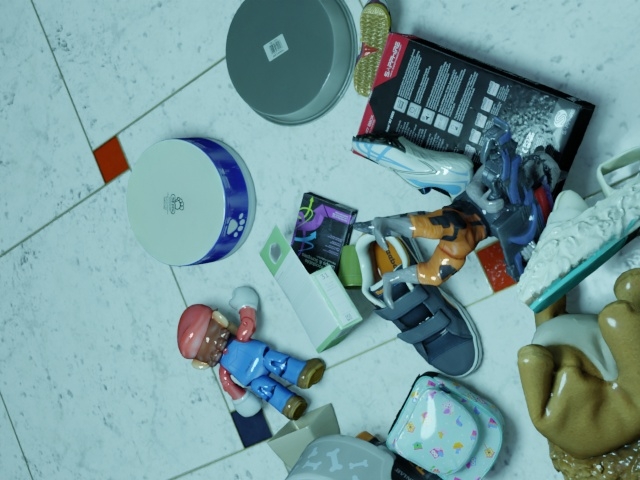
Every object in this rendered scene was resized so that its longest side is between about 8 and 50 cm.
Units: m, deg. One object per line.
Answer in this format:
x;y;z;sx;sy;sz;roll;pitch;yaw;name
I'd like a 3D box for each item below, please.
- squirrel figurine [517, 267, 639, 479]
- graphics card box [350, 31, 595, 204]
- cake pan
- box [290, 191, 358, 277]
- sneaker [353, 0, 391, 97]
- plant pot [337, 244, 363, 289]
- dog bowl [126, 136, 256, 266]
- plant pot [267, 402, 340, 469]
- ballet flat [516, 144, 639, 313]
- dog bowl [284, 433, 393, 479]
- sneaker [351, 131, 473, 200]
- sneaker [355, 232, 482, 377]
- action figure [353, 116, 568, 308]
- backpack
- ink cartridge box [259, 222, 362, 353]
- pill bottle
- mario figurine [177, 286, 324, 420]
0.526;0.236;1.481;0.370;0.281;0.397;-9;105;21;squirrel figurine
0.254;-0.191;1.658;0.371;0.094;0.233;27;110;27;graphics card box
-0.068;-0.367;1.859;0.293;0.054;0.293;4;97;31;cake pan
0.000;0.000;1.871;0.116;0.029;0.162;22;107;28;box
0.101;-0.353;1.757;0.069;0.084;0.185;11;127;5;sneaker
0.067;0.050;1.814;0.083;0.083;0.079;-5;80;32;plant pot
-0.269;-0.080;1.982;0.265;0.104;0.265;4;98;31;dog bowl
-0.019;0.398;1.889;0.109;0.109;0.096;-28;93;30;plant pot
0.442;-0.045;1.466;0.409;0.147;0.147;-33;75;-8;ballet flat
0.065;0.522;1.719;0.348;0.102;0.349;23;129;32;dog bowl
0.149;-0.128;1.632;0.237;0.085;0.086;23;118;31;sneaker
0.163;0.114;1.731;0.126;0.127;0.321;-39;77;27;sneaker
0.225;-0.064;1.484;0.178;0.330;0.341;55;167;45;action figure
0.228;0.338;1.696;0.188;0.144;0.166;28;95;5;backpack
-0.023;0.085;1.828;0.235;0.056;0.171;60;157;12;ink cartridge box
0.152;0.454;1.769;0.245;0.130;0.130;33;111;23;pill bottle
-0.146;0.227;1.955;0.320;0.198;0.170;29;151;18;mario figurine
